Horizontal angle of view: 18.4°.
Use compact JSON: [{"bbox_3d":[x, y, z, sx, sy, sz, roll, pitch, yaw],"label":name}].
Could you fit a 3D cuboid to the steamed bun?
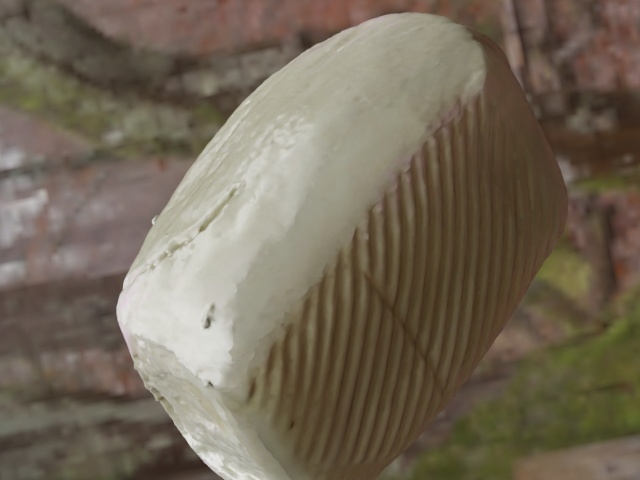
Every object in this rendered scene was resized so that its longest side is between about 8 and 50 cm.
[{"bbox_3d":[0.000,0.000,0.977,0.239,0.152,0.170,-52,-39,-17],"label":"steamed bun"}]
